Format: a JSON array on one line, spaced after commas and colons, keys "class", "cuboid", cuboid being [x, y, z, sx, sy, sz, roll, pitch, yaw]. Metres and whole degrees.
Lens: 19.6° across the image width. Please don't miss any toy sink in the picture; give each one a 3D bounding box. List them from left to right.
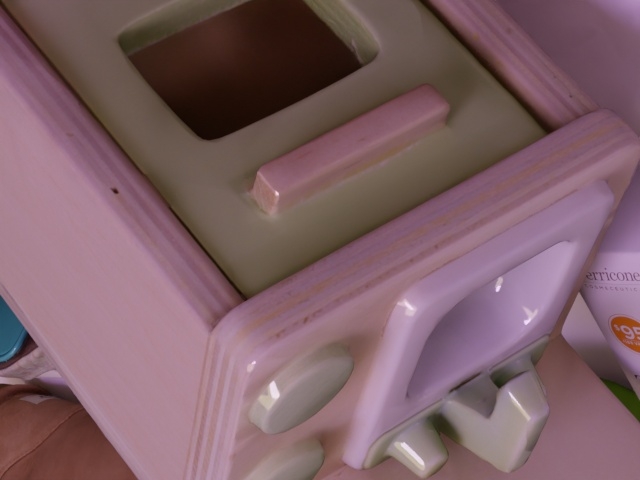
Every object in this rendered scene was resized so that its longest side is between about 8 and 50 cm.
[{"class": "toy sink", "cuboid": [0.000, 0.000, 0.584, 0.234, 0.152, 0.131, 51, 152, 23]}]

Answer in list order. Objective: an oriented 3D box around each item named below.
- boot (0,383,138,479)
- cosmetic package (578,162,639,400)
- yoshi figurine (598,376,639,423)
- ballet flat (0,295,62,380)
[{"class": "boot", "cuboid": [-0.100, 0.189, 0.938, 0.269, 0.089, 0.236, 4, 90, 45]}, {"class": "cosmetic package", "cuboid": [0.198, 0.022, 0.574, 0.239, 0.060, 0.099, -1, 130, 45]}, {"class": "yoshi figurine", "cuboid": [0.142, 0.182, 0.775, 0.362, 0.203, 0.203, 50, -171, -43]}, {"class": "ballet flat", "cuboid": [-0.124, 0.048, 0.917, 0.052, 0.057, 0.168, 38, 154, -23]}]
